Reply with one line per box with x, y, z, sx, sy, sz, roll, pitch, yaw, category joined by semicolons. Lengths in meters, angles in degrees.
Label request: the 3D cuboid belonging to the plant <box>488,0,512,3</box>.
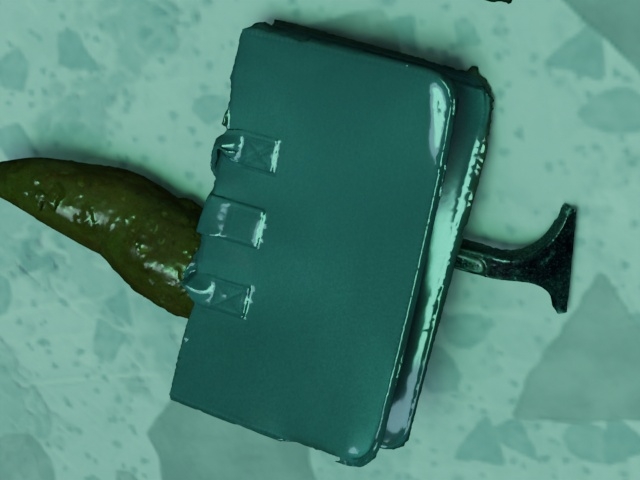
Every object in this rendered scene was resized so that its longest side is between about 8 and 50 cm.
0.097;-0.184;0.859;0.094;0.092;0.143;27;122;8;plant

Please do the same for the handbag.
0.000;0.000;0.989;0.144;0.057;0.221;18;103;21;handbag

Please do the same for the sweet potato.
-0.075;0.012;1.070;0.274;0.067;0.067;25;125;6;sweet potato

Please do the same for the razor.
0.047;-0.006;1.016;0.190;0.033;0.066;14;121;20;razor
